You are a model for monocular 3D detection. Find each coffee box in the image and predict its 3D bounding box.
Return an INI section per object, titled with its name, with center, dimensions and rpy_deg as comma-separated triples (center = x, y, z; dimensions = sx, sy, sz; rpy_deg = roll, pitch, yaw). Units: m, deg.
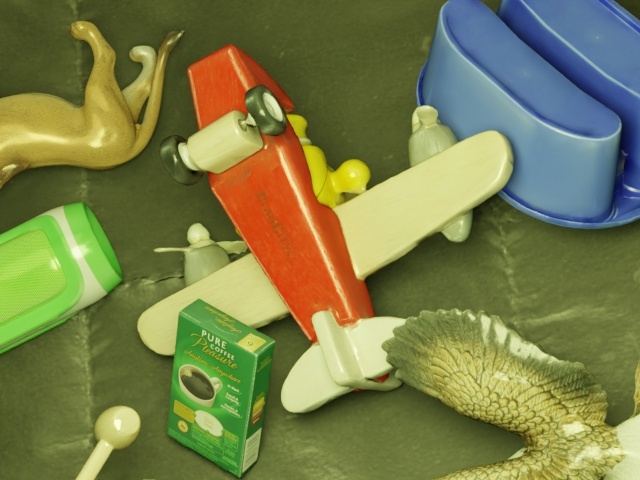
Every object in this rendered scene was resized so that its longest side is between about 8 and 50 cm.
[coffee box]
center = -0.113, 0.166, 1.954
dimensions = 0.113, 0.184, 0.040
rpy_deg = 27, 39, 26

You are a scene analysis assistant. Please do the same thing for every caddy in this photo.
[caddy]
center = 0.267, -0.158, 2.026
dimensions = 0.241, 0.179, 0.341
rpy_deg = -27, 56, -28

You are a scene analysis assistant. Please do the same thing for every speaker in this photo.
[speaker]
center = -0.394, 0.067, 2.110
dimensions = 0.296, 0.131, 0.131
rpy_deg = -27, 59, 0

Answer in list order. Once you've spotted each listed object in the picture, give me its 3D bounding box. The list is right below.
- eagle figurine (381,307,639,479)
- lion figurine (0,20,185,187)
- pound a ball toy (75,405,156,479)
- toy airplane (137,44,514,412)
[eagle figurine]
center = 0.215, 0.214, 1.812
dimensions = 0.298, 0.225, 0.226
rpy_deg = 12, 31, -18
[lion figurine]
center = -0.352, -0.139, 2.203
dimensions = 0.392, 0.142, 0.240
rpy_deg = -10, 68, 5
[pound a ball toy]
center = -0.233, 0.362, 1.884
dimensions = 0.208, 0.136, 0.319
rpy_deg = 35, 73, -9
[toy airplane]
center = 0.000, 0.000, 1.990
dimensions = 0.386, 0.272, 0.384
rpy_deg = 18, 106, 14
